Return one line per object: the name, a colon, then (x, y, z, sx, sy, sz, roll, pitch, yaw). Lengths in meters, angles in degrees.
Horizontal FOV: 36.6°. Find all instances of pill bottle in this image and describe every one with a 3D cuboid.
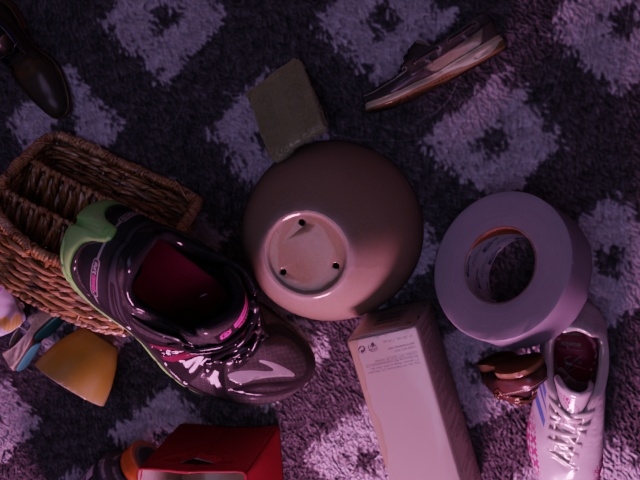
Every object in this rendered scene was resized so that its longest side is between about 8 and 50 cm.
pill bottle: (-0.364, 0.448, 1.654, 0.130, 0.130, 0.245, 46, 108, 1)

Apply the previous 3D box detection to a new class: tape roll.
tape roll: (0.274, 0.043, 1.392, 0.219, 0.072, 0.219, -13, 68, 36)

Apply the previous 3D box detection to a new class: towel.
towel: (-0.051, -0.199, 1.470, 0.110, 0.027, 0.148, -32, 60, 19)

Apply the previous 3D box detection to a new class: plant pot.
plant pot: (-0.395, 0.202, 1.624, 0.134, 0.134, 0.095, 31, 81, 6)
plant pot: (0.000, 0.000, 1.446, 0.284, 0.191, 0.284, 3, 102, 14)

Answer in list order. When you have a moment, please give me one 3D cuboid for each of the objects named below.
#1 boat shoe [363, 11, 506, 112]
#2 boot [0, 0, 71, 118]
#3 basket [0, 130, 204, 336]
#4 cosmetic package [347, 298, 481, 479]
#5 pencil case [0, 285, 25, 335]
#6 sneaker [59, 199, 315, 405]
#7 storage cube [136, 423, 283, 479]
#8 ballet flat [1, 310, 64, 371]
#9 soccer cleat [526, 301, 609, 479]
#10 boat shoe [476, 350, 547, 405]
boat shoe: (0.158, -0.260, 1.418, 0.223, 0.080, 0.073, -25, 89, 11)
boot: (-0.488, -0.285, 1.546, 0.082, 0.106, 0.219, -33, 92, 17)
basket: (-0.374, -0.016, 1.519, 0.299, 0.213, 0.223, 26, 107, 7)
cosmetic package: (0.149, 0.262, 1.481, 0.113, 0.160, 0.309, -13, 97, 17)
pencil case: (-0.586, 0.035, 1.614, 0.124, 0.113, 0.273, -14, 102, -3)
sneaker: (-0.164, 0.122, 1.408, 0.202, 0.483, 0.185, 14, 72, 48)
storage cube: (-0.170, 0.421, 1.571, 0.183, 0.193, 0.215, -2, 102, 14)
ballet flat: (-0.495, 0.157, 1.667, 0.052, 0.057, 0.168, 46, 107, 11)
soccer cleat: (0.364, 0.252, 1.435, 0.116, 0.143, 0.331, 2, 102, 13)
boat shoe: (0.289, 0.204, 1.417, 0.073, 0.207, 0.073, -22, 88, -5)
